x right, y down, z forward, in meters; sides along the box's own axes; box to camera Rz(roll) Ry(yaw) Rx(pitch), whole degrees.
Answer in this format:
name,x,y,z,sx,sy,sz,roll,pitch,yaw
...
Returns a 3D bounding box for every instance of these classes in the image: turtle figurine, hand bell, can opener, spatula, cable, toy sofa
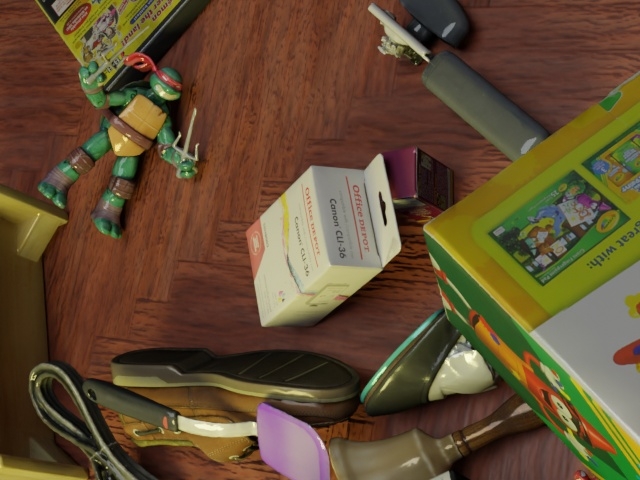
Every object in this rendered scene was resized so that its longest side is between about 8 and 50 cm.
name,x,y,z,sx,sy,sz,roll,pitch,yaw
turtle figurine,-0.219,-0.127,1.610,0.175,0.118,0.234,35,100,-6
hand bell,0.142,0.188,1.303,0.242,0.126,0.126,-30,62,10
can opener,0.148,-0.173,1.408,0.093,0.074,0.280,-47,57,12
spatula,-0.118,0.183,1.379,0.296,0.030,0.084,12,124,23
cable,-0.233,0.253,1.483,0.139,0.072,0.287,-33,83,37
toy sofa,-0.399,0.128,1.624,0.177,0.150,0.362,-18,67,26

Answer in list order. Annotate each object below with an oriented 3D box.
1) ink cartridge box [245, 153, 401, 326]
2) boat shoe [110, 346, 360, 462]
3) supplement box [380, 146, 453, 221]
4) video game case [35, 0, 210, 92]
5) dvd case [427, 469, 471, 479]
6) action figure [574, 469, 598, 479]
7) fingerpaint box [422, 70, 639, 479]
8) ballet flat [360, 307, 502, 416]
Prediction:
name,x,y,z,sx,sy,sz,roll,pitch,yaw
ink cartridge box,0.000,0.000,1.404,0.198,0.067,0.115,-43,52,51
boat shoe,-0.085,0.175,1.447,0.307,0.111,0.104,2,101,37
supplement box,0.099,-0.056,1.399,0.043,0.083,0.055,-8,71,30
video game case,-0.230,-0.349,1.726,0.275,0.035,0.248,-46,57,12
dvd case,0.061,0.291,1.263,0.253,0.180,0.022,-29,51,22
action figure,0.275,0.241,1.234,0.115,0.030,0.038,34,100,37
fingerpaint box,0.372,0.018,1.062,0.445,0.163,0.371,-36,56,-11
ballet flat,0.152,0.080,1.323,0.096,0.095,0.280,40,99,22
